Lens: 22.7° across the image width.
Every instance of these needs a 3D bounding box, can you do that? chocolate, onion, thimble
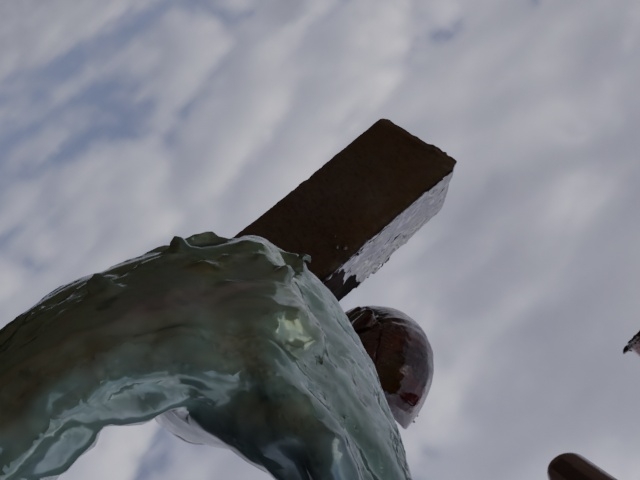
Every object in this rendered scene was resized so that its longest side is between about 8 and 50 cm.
[{"bbox_3d":[0.000,0.000,1.682,0.321,0.112,0.112,-41,161,-27],"label":"chocolate"},{"bbox_3d":[0.075,0.128,1.748,0.098,0.151,0.206,-52,-154,1],"label":"onion"},{"bbox_3d":[-0.063,0.120,0.635,0.172,0.205,0.250,-110,-139,-75],"label":"thimble"}]

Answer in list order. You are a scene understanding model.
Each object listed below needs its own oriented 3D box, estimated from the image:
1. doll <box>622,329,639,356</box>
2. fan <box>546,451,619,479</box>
[{"bbox_3d":[0.417,0.133,1.400,0.284,0.268,0.216,-52,165,32],"label":"doll"},{"bbox_3d":[0.320,0.291,1.632,0.074,0.130,0.244,-45,-144,-9],"label":"fan"}]
